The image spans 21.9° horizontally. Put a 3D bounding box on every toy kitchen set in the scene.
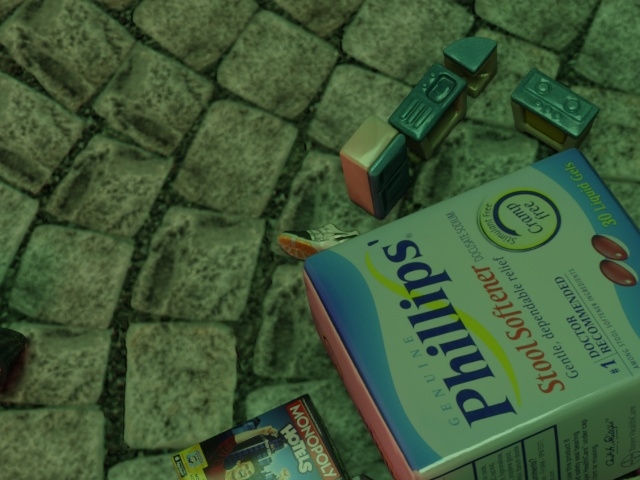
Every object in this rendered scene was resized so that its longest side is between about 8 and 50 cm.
[{"bbox_3d":[0.149,-0.097,1.632,0.166,0.122,0.207,35,77,18],"label":"toy kitchen set"}]

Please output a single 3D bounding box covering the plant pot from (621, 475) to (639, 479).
[{"bbox_3d":[0.198,0.373,1.261,0.333,0.334,0.306,-19,73,-1],"label":"plant pot"}]

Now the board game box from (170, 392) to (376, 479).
[{"bbox_3d":[-0.013,0.254,1.550,0.194,0.060,0.194,-24,68,-4],"label":"board game box"}]

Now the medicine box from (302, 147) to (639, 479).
[{"bbox_3d":[0.169,0.096,1.493,0.289,0.149,0.263,-22,50,-8],"label":"medicine box"}]

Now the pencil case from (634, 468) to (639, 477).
[{"bbox_3d":[0.385,0.190,1.513,0.206,0.088,0.086,-32,68,-7],"label":"pencil case"}]

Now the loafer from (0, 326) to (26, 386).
[{"bbox_3d":[-0.376,0.107,1.659,0.170,0.062,0.061,12,32,18],"label":"loafer"}]

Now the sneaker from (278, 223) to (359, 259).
[{"bbox_3d":[0.000,0.000,1.666,0.083,0.032,0.037,12,57,6],"label":"sneaker"}]
